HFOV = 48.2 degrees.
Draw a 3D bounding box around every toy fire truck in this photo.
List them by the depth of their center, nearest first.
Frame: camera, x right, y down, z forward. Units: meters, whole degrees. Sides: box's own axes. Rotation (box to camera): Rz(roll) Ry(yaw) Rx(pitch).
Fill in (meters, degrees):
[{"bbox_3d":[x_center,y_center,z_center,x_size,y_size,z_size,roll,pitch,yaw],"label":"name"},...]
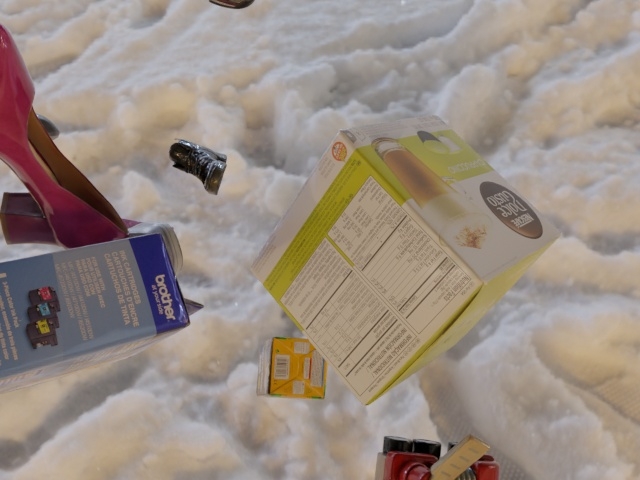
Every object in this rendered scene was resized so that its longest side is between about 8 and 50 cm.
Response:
[{"bbox_3d":[0.240,0.413,1.278,0.217,0.246,0.158,11,81,-19],"label":"toy fire truck"}]

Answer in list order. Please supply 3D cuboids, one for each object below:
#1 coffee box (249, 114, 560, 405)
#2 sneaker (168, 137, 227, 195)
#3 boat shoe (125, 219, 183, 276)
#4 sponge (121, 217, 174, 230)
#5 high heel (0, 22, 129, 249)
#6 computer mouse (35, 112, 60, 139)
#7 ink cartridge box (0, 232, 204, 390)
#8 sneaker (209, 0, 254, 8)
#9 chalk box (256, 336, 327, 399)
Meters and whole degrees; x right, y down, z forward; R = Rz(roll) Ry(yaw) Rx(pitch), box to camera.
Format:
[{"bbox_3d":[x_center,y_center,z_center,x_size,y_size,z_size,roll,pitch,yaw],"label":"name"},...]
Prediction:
[{"bbox_3d":[0.150,0.021,1.271,0.334,0.338,0.337,48,36,17],"label":"coffee box"},{"bbox_3d":[-0.187,-0.115,1.063,0.089,0.051,0.170,18,15,-11],"label":"sneaker"},{"bbox_3d":[-0.359,0.048,1.245,0.320,0.118,0.103,-13,8,40],"label":"boat shoe"},{"bbox_3d":[-0.469,0.007,1.747,0.210,0.117,0.031,11,-1,-31],"label":"sponge"},{"bbox_3d":[-0.366,-0.133,1.000,0.181,0.377,0.127,-2,50,-14],"label":"high heel"},{"bbox_3d":[-0.696,-0.241,1.579,0.188,0.072,0.272,-17,6,26],"label":"computer mouse"},{"bbox_3d":[-0.370,0.113,1.017,0.395,0.270,0.151,-15,81,-35],"label":"ink cartridge box"},{"bbox_3d":[-0.184,-0.442,1.071,0.224,0.098,0.083,33,57,-11],"label":"sneaker"},{"bbox_3d":[-0.071,0.298,1.650,0.132,0.213,0.132,6,77,-12],"label":"chalk box"}]
